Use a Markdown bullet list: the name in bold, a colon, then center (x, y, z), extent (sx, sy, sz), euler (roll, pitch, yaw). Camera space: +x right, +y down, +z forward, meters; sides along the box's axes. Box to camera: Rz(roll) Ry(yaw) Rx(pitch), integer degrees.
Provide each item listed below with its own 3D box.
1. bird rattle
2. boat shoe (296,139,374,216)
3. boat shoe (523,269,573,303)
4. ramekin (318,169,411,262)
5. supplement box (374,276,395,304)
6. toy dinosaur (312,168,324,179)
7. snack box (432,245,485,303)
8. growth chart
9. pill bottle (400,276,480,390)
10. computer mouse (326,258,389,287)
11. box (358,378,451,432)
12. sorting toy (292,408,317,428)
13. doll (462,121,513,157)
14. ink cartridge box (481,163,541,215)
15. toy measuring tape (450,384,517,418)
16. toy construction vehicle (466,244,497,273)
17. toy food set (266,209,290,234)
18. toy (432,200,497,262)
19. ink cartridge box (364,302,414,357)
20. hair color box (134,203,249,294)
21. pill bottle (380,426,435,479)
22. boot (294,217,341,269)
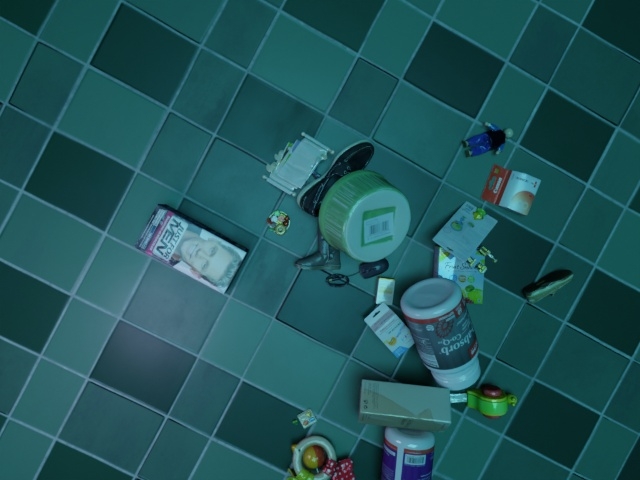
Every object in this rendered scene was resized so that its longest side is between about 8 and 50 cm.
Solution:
- **bird rattle**: center (-0.007, 0.823, 1.647), extent (0.253, 0.143, 0.207), euler (-14, 77, -6)
- **boat shoe**: center (0.071, -0.209, 1.577), extent (0.340, 0.113, 0.127), euler (-38, 137, 0)
- **boat shoe**: center (0.866, 0.177, 1.702), extent (0.190, 0.068, 0.072), euler (-27, 107, 8)
- **ramekin**: center (0.160, -0.074, 1.528), extent (0.303, 0.148, 0.303), euler (-13, 119, -24)
- **supplement box**: center (0.238, 0.187, 1.670), extent (0.062, 0.036, 0.098), euler (7, 92, -5)
- **toy dinosaur**: center (-0.024, -0.242, 1.632), extent (0.082, 0.047, 0.090), euler (19, 102, 14)
- **snack box**: center (0.509, 0.126, 1.668), extent (0.174, 0.070, 0.207), euler (2, 91, -3)
- **growth chart**: center (-0.086, -0.277, 1.611), extent (0.172, 0.021, 0.237), euler (40, 90, 17)
- **pill bottle**: center (0.429, 0.328, 1.571), extent (0.210, 0.210, 0.363), euler (-25, 113, -2)
- **computer mouse**: center (0.138, 0.120, 1.658), extent (0.242, 0.041, 0.071), euler (-20, 95, -2)
- **box**: center (0.294, 0.589, 1.602), extent (0.311, 0.148, 0.121), euler (4, 54, 6)
- **sorting toy**: center (-0.061, 0.675, 1.687), extent (0.083, 0.012, 0.062), euler (-29, 95, -2)
- **doll**: center (0.623, -0.374, 1.662), extent (0.189, 0.046, 0.129), euler (-19, 95, -2)
- **ink cartridge box**: center (0.710, -0.191, 1.678), extent (0.179, 0.045, 0.145), euler (21, 91, -7)
- **toy measuring tape**: center (0.576, 0.604, 1.675), extent (0.330, 0.121, 0.121), euler (-2, 93, -3)
- **toy construction vehicle**: center (0.574, 0.067, 1.617), extent (0.098, 0.035, 0.086), euler (44, 87, -4)
- **toy food set**: center (-0.153, -0.067, 1.640), extent (0.082, 0.020, 0.083), euler (30, 91, -4)
- **toy**: center (0.521, -0.026, 1.636), extent (0.137, 0.056, 0.237), euler (38, 66, 17)
- **ink cartridge box**: center (0.257, 0.327, 1.648), extent (0.104, 0.061, 0.181), euler (-42, 107, -1)
- **hair color box**: center (-0.446, 0.028, 1.585), extent (0.347, 0.105, 0.174), euler (29, 91, -5)
- **pill bottle**: center (0.312, 0.840, 1.636), extent (0.181, 0.181, 0.323), euler (5, 93, -4)
- **boot**: center (-0.002, 0.000, 1.627), extent (0.189, 0.076, 0.209), euler (-2, 100, -18)
